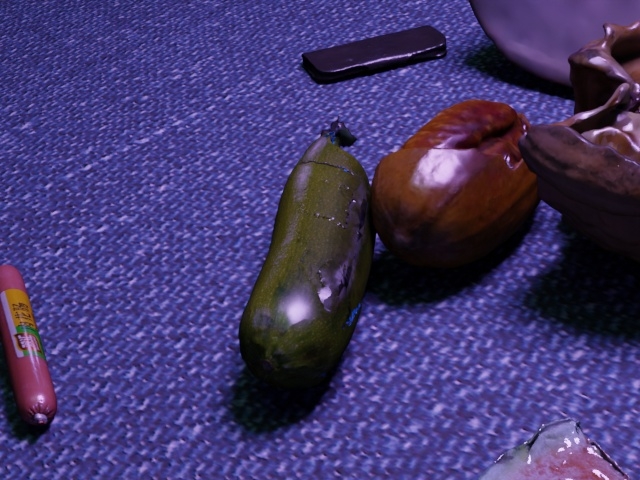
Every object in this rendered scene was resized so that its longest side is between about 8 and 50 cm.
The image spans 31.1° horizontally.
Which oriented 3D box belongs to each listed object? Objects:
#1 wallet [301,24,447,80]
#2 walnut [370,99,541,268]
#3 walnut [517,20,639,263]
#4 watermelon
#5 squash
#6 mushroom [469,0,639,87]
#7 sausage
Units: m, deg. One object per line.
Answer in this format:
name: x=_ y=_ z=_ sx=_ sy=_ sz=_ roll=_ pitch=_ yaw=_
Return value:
wallet: x=0.061 y=-0.210 z=1.286 sx=0.157 sy=0.018 sz=0.082 roll=-16 pitch=31 yaw=-12
walnut: x=0.117 y=-0.049 z=0.922 sx=0.116 sy=0.115 sz=0.207 roll=18 pitch=37 yaw=37
walnut: x=0.262 y=-0.053 z=0.871 sx=0.204 sy=0.141 sz=0.238 roll=18 pitch=38 yaw=17
watermelon: x=0.139 y=0.176 z=0.598 sx=0.139 sy=0.071 sz=0.187 roll=17 pitch=31 yaw=25
squash: x=-0.001 y=0.001 z=0.893 sx=0.087 sy=0.087 sz=0.331 roll=-3 pitch=33 yaw=9
mushroom: x=0.390 y=-0.287 z=1.191 sx=0.397 sy=0.224 sz=0.314 roll=-25 pitch=20 yaw=-37
sausage: x=-0.229 y=0.075 z=0.880 sx=0.029 sy=0.029 sz=0.223 roll=-17 pitch=32 yaw=-14
